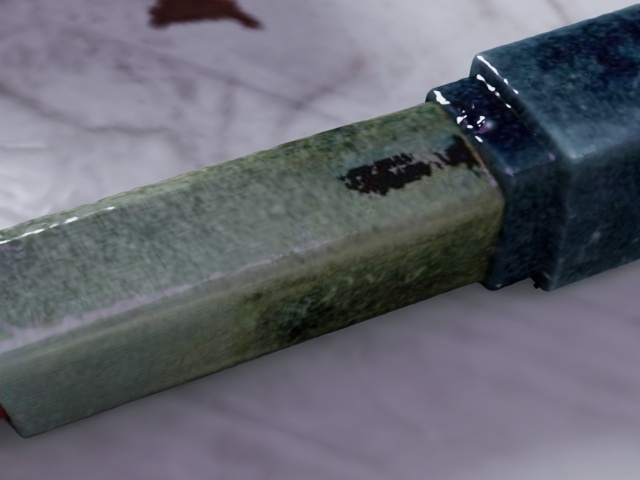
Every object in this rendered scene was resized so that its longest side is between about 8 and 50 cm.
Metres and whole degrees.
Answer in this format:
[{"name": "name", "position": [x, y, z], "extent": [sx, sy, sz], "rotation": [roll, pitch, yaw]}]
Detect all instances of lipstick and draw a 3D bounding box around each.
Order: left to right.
[{"name": "lipstick", "position": [0.000, 0.000, 0.463], "extent": [0.312, 0.051, 0.051], "rotation": [-19, 51, -22]}]
